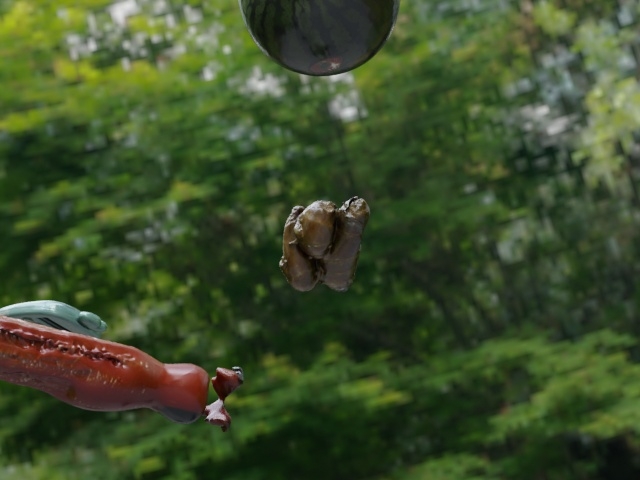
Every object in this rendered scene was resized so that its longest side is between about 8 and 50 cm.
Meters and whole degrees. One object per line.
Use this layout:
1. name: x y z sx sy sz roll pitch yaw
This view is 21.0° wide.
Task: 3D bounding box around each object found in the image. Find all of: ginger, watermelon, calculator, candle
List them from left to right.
1. candle: -0.205 0.078 1.182 0.329 0.051 0.048 16 -71 -24
2. calculator: -0.297 0.093 1.904 0.153 0.021 0.095 -10 -30 35
3. watermelon: -0.001 -0.310 2.153 0.212 0.212 0.212 -13 -18 -4
4. ginger: 0.000 0.000 2.126 0.103 0.073 0.162 -5 -40 -18
